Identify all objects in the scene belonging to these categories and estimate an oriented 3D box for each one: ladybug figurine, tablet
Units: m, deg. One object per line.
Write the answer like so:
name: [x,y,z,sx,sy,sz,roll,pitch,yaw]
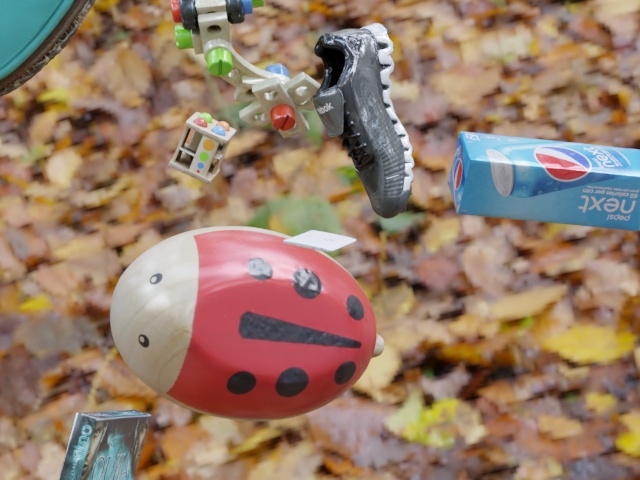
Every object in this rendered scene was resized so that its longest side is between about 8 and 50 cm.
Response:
ladybug figurine: [-0.096,0.132,2.213,0.449,0.305,0.162,7,-2,-22]
tablet: [0.000,0.000,1.498,0.054,0.006,0.083,11,12,19]

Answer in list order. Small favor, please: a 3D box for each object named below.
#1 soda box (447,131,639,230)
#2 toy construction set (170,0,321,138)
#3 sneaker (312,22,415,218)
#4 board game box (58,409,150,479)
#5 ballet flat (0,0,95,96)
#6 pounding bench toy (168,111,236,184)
soda box: [0.251,-0.065,1.564,0.210,0.071,0.067,5,32,-10]
toy construction set: [-0.117,-0.274,1.745,0.151,0.215,0.327,-20,57,-9]
sneaker: [0.040,-0.137,1.629,0.106,0.234,0.078,-2,-12,-32]
board game box: [-0.228,0.239,1.477,0.026,0.126,0.186,14,-3,11]
ballet flat: [-0.194,-0.343,1.131,0.164,0.482,0.182,23,24,4]
pounding bench toy: [-0.131,-0.114,1.644,0.052,0.065,0.083,25,20,1]
